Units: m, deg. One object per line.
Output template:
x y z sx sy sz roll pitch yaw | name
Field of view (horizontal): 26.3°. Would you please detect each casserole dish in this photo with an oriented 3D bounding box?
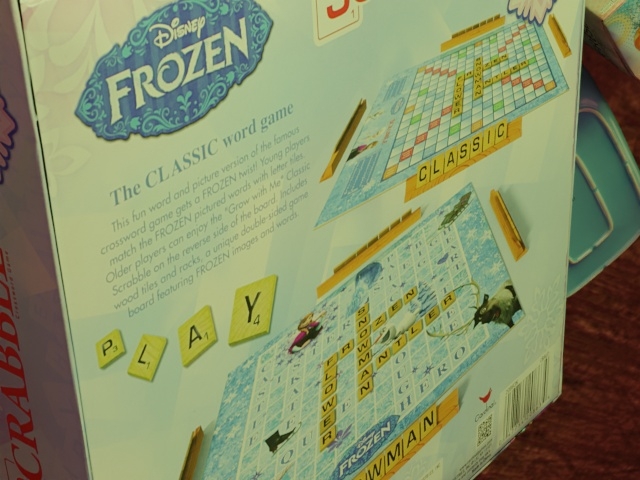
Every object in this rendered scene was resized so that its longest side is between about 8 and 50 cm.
0.137 -0.027 0.803 0.114 0.037 0.188 -41 138 -1 | casserole dish

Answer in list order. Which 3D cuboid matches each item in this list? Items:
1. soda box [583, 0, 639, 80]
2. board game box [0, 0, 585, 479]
0.201 -0.172 0.705 0.183 0.063 0.058 -44 137 2 | soda box
0.000 0.000 0.550 0.319 0.066 0.318 -33 131 -43 | board game box
